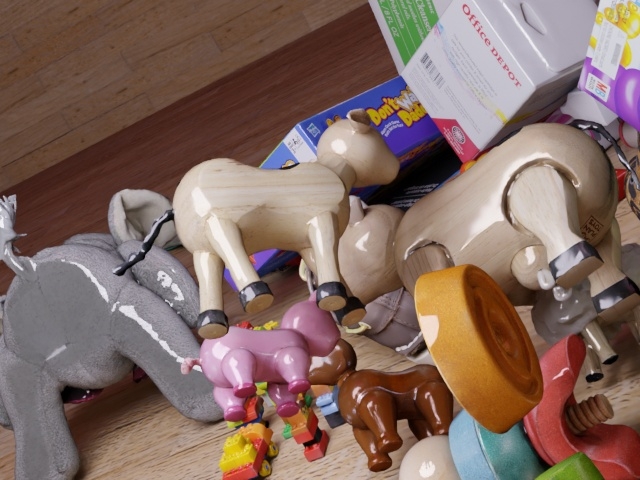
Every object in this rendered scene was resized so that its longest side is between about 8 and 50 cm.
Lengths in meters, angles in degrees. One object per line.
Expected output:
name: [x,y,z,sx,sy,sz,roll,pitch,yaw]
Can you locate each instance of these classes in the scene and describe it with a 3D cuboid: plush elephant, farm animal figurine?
plush elephant: [-0.241,0.083,1.383,0.272,0.330,0.255,-34,-3,12]
farm animal figurine: [0.066,0.007,0.879,0.327,0.330,0.172,-22,56,9]

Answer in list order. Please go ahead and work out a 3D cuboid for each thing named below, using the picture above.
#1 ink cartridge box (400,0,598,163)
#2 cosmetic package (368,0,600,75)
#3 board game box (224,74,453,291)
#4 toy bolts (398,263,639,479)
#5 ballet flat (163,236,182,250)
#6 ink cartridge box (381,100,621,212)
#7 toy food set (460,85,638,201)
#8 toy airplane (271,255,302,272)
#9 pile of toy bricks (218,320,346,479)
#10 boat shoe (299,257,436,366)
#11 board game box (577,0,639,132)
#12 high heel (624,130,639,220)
ink cartridge box: [0.191,-0.187,1.288,0.127,0.128,0.176,-28,-10,-26]
cosmetic package: [0.247,-0.300,1.493,0.365,0.197,0.155,8,47,42]
board game box: [0.048,-0.091,1.436,0.347,0.078,0.233,-30,-10,-44]
toy bolts: [0.086,0.132,0.782,0.158,0.218,0.228,-30,-3,23]
ballet flat: [-0.206,-0.026,1.948,0.213,0.068,0.072,-10,26,49]
ink cartridge box: [0.154,-0.039,1.388,0.371,0.069,0.176,-40,19,-25]
toy food set: [0.262,-0.099,1.277,0.232,0.111,0.104,-38,18,-18]
toy airplane: [0.000,0.000,1.585,0.151,0.028,0.151,-31,9,5]
pile of toy bricks: [-0.045,0.123,1.158,0.118,0.105,0.212,-24,17,19]
boat shoe: [0.039,0.031,1.226,0.116,0.096,0.324,-62,22,5]
board game box: [0.333,-0.105,0.849,0.144,0.275,0.142,-37,-26,-22]
high heel: [0.293,-0.097,1.084,0.093,0.186,0.261,-31,16,1]
